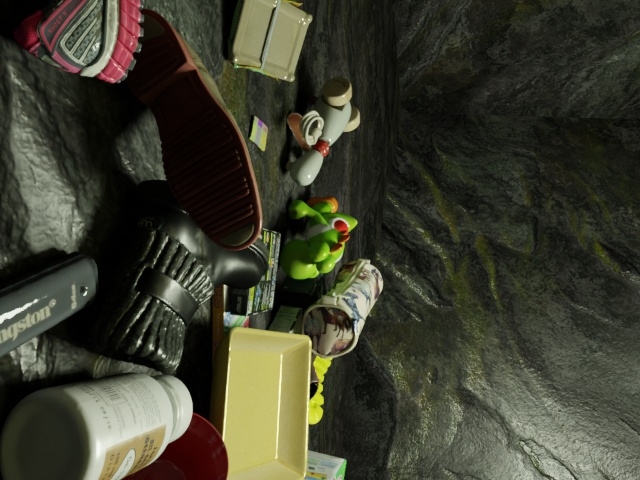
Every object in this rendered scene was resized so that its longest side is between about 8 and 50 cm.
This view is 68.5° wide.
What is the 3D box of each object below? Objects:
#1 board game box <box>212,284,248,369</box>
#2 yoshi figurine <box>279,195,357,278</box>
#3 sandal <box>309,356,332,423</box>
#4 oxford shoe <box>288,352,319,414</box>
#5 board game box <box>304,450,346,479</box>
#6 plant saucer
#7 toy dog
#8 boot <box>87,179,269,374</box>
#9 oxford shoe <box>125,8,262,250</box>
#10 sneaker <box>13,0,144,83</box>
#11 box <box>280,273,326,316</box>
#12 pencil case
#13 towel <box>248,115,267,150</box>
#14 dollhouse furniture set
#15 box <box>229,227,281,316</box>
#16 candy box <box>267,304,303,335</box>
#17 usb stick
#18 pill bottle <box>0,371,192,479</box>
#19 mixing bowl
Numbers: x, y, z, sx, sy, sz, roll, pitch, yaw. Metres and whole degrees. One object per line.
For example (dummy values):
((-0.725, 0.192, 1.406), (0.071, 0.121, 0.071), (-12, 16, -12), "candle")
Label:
((-0.195, 0.139, 1.030), (0.124, 0.039, 0.259), (-31, 123, -71), "board game box")
((-0.028, -0.001, 1.365), (0.203, 0.203, 0.362), (-60, -173, 21), "yoshi figurine")
((-0.053, 0.406, 1.455), (0.126, 0.138, 0.317), (51, 38, -31), "sandal")
((-0.041, 0.368, 1.257), (0.271, 0.098, 0.097), (-59, 150, -53), "oxford shoe")
((-0.088, 0.617, 1.196), (0.316, 0.242, 0.064), (16, 81, -73), "board game box")
((-0.134, 0.364, 1.010), (0.333, 0.081, 0.333), (28, 60, -60), "plant saucer")
((-0.020, -0.321, 1.332), (0.334, 0.161, 0.220), (-49, 147, -39), "toy dog")
((-0.210, 0.090, 0.768), (0.348, 0.131, 0.260), (43, 47, -57), "boot")
((-0.163, -0.154, 0.682), (0.130, 0.123, 0.348), (-29, 97, -77), "oxford shoe")
((-0.258, -0.333, 0.507), (0.112, 0.121, 0.299), (1, 86, -43), "sneaker")
((-0.048, 0.173, 1.439), (0.156, 0.093, 0.158), (-60, 150, -54), "box")
((0.080, 0.185, 1.426), (0.410, 0.160, 0.183), (-42, 150, -66), "pencil case")
((-0.144, -0.249, 1.100), (0.083, 0.009, 0.060), (30, 68, -72), "towel")
((-0.122, -0.510, 0.988), (0.197, 0.151, 0.301), (-4, 119, -53), "dollhouse furniture set")
((-0.141, 0.068, 1.055), (0.184, 0.045, 0.191), (14, 82, -76), "box")
((-0.111, 0.318, 1.308), (0.233, 0.071, 0.159), (-62, 153, -50), "candy box")
((-0.340, 0.088, 0.484), (0.278, 0.045, 0.077), (-47, 140, -65), "usb stick")
((-0.272, 0.244, 0.618), (0.229, 0.131, 0.131), (27, 70, -73), "pill bottle")
((-0.247, 0.371, 0.741), (0.098, 0.181, 0.181), (-59, 178, 32), "mixing bowl")
